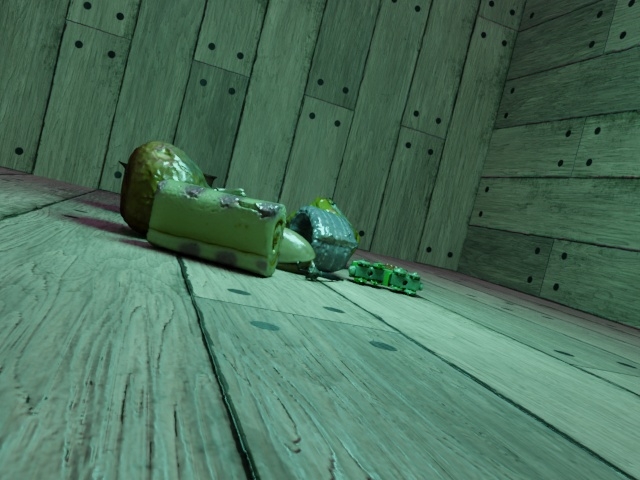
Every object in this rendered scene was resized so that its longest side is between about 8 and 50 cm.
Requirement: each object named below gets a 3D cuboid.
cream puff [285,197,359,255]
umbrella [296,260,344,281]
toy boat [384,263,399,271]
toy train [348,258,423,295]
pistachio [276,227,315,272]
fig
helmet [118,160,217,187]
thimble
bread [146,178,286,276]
[{"bbox_3d":[0.001,-0.010,2.178,0.274,0.270,0.323,50,10,9],"label":"cream puff"},{"bbox_3d":[0.001,0.105,1.566,0.044,0.044,0.269,-14,-21,27],"label":"umbrella"},{"bbox_3d":[0.273,0.128,2.049,0.172,0.066,0.065,16,0,27],"label":"toy boat"},{"bbox_3d":[0.207,0.119,1.778,0.251,0.085,0.119,15,-3,-7],"label":"toy train"},{"bbox_3d":[-0.118,0.027,1.639,0.226,0.136,0.136,22,4,10],"label":"pistachio"},{"bbox_3d":[-0.403,-0.137,1.640,0.369,0.286,0.286,7,4,-18],"label":"fig"},{"bbox_3d":[-0.619,-0.182,2.206,0.385,0.230,0.337,5,4,-15],"label":"helmet"},{"bbox_3d":[0.000,0.000,1.797,0.172,0.205,0.236,14,1,-26],"label":"thimble"},{"bbox_3d":[-0.265,-0.036,1.408,0.338,0.187,0.155,13,6,10],"label":"bread"}]
